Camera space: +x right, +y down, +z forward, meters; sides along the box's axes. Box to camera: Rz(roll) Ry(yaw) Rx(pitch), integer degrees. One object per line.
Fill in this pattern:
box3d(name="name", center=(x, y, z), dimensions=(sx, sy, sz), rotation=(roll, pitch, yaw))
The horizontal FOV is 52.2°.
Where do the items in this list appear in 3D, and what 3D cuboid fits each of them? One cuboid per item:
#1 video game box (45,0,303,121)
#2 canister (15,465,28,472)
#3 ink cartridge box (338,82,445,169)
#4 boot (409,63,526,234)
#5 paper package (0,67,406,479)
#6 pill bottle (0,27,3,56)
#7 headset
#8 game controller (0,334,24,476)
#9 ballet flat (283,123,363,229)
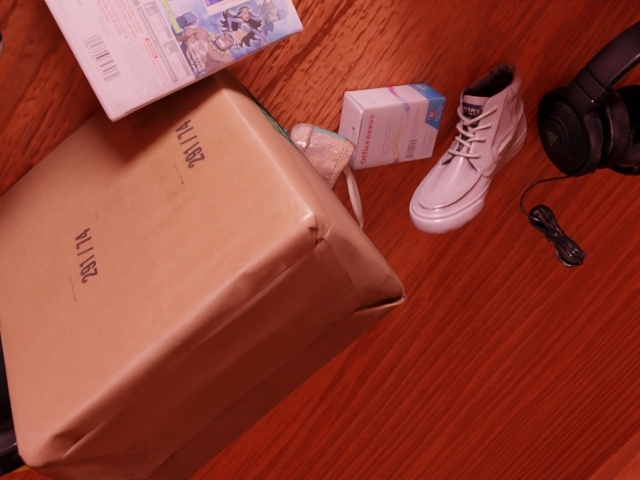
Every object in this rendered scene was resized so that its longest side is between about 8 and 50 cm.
box3d(name="video game box", center=(-0.140, -0.233, 0.546), dimensions=(0.187, 0.048, 0.205), rotation=(-27, 108, -7))
box3d(name="canister", center=(-0.368, 0.203, 0.826), dimensions=(0.126, 0.073, 0.170), rotation=(-18, 133, -19))
box3d(name="ink cartridge box", center=(0.087, -0.145, 0.827), dimensions=(0.122, 0.052, 0.089), rotation=(-13, 132, -26))
box3d(name="boot", center=(0.187, -0.127, 0.840), dimensions=(0.258, 0.095, 0.123), rotation=(-49, 139, -35))
box3d(name="paper package", center=(-0.137, 0.015, 0.622), dimensions=(0.309, 0.325, 0.168), rotation=(-40, 138, 4))
box3d(name="pill bottle", center=(-0.305, -0.184, 0.510), dimensions=(0.094, 0.094, 0.169), rotation=(-12, 132, -24))
box3d(name="headset", center=(0.437, -0.141, 0.957), dimensions=(0.243, 0.185, 0.394), rotation=(-4, 143, -30))
box3d(name="game controller", center=(-0.411, 0.182, 0.568), dimensions=(0.319, 0.067, 0.167), rotation=(-17, 118, -21))
box3d(name="ballet flat", center=(0.000, 0.000, 0.844), dimensions=(0.106, 0.108, 0.316), rotation=(5, 131, 3))
